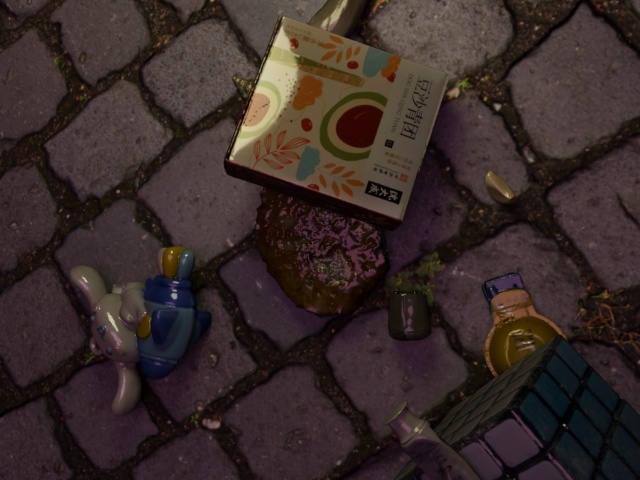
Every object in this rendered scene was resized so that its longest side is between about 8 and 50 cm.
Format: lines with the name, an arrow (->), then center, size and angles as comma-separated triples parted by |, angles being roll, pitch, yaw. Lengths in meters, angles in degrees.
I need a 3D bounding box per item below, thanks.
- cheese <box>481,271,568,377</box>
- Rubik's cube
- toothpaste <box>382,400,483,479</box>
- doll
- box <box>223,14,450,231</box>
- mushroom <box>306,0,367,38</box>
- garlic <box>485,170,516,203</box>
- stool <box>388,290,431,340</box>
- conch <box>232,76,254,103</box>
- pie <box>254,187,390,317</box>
cheese -> 0.429, 0.204, 1.332 | 0.177, 0.069, 0.270 | -19, 82, 13
Rubik's cube -> 0.396, 0.439, 1.144 | 0.337, 0.344, 0.343 | 49, 125, 11
toothpaste -> 0.210, 0.384, 1.021 | 0.266, 0.061, 0.096 | 49, 123, 7
doll -> -0.422, 0.195, 1.487 | 0.366, 0.187, 0.376 | -24, 101, 20
box -> 0.034, -0.247, 1.329 | 0.385, 0.122, 0.344 | 19, 78, -1
mushroom -> 0.045, -0.524, 1.436 | 0.096, 0.108, 0.247 | 31, 101, -28
garlic -> 0.393, -0.111, 1.356 | 0.041, 0.053, 0.083 | -37, 66, -5
stool -> 0.196, 0.166, 1.381 | 0.096, 0.096, 0.110 | -4, 82, 14
conch -> -0.100, -0.325, 1.468 | 0.234, 0.114, 0.137 | 12, 101, -20
pie -> 0.000, 0.000, 1.429 | 0.289, 0.103, 0.354 | -20, 87, 13
